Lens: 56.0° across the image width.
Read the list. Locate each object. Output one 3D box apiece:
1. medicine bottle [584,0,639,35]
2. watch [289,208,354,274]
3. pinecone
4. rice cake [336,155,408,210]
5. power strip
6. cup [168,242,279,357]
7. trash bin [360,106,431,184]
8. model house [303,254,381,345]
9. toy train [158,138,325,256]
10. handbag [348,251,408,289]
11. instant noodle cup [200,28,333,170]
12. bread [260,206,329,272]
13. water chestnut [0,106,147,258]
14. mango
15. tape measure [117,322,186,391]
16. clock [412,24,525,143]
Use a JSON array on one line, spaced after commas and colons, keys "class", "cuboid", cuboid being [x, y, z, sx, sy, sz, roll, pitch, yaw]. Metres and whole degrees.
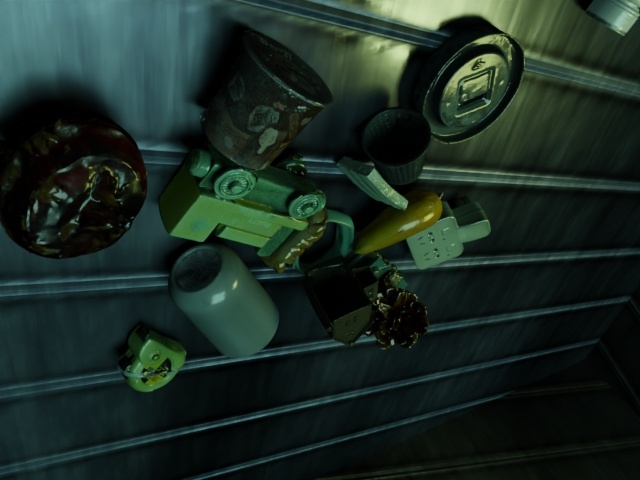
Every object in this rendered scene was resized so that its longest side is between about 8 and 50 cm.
[{"class": "medicine bottle", "cuboid": [0.807, -0.668, 1.532, 0.143, 0.143, 0.258, 4, 128, -40]}, {"class": "watch", "cuboid": [0.000, 0.000, 1.720, 0.195, 0.068, 0.237, -17, 143, -18]}, {"class": "pinecone", "cuboid": [0.234, 0.249, 1.903, 0.229, 0.201, 0.202, 37, 78, -25]}, {"class": "rice cake", "cuboid": [0.141, -0.150, 1.619, 0.237, 0.127, 0.043, 34, 86, -50]}, {"class": "power strip", "cuboid": [0.395, -0.048, 1.937, 0.261, 0.141, 0.229, -22, 143, 7]}, {"class": "cup", "cuboid": [-0.252, 0.152, 1.576, 0.205, 0.205, 0.312, -31, 142, -4]}, {"class": "trash bin", "cuboid": [0.199, -0.229, 1.552, 0.175, 0.175, 0.161, -33, 155, -3]}, {"class": "model house", "cuboid": [0.072, 0.195, 1.781, 0.204, 0.211, 0.243, -19, 144, -15]}, {"class": "toy train", "cuboid": [-0.174, -0.097, 1.413, 0.397, 0.160, 0.253, 14, 128, -44]}, {"class": "handbag", "cuboid": [0.141, 0.176, 1.984, 0.274, 0.100, 0.269, -40, 142, 8]}, {"class": "instant noodle cup", "cuboid": [-0.119, -0.274, 1.224, 0.217, 0.217, 0.207, 12, 129, -44]}, {"class": "bread", "cuboid": [-0.070, -0.018, 1.588, 0.225, 0.134, 0.081, -41, 145, 12]}, {"class": "water chestnut", "cuboid": [-0.447, -0.085, 1.117, 0.300, 0.300, 0.300, -21, 141, -18]}, {"class": "mango", "cuboid": [0.229, -0.053, 1.756, 0.317, 0.119, 0.176, -33, -174, 0]}, {"class": "tape measure", "cuboid": [-0.475, 0.336, 1.692, 0.175, 0.106, 0.200, -51, 144, -1]}, {"class": "clock", "cuboid": [0.385, -0.401, 1.568, 0.319, 0.066, 0.318, -21, 141, -17]}]
